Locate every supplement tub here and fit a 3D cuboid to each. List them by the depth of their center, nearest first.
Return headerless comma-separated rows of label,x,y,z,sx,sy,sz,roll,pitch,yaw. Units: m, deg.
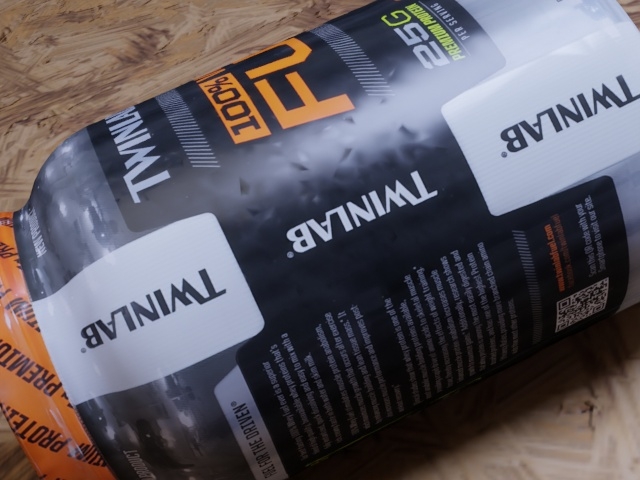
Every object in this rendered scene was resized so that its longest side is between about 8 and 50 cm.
supplement tub,0.000,0.000,0.555,0.337,0.207,0.207,-25,36,-9
